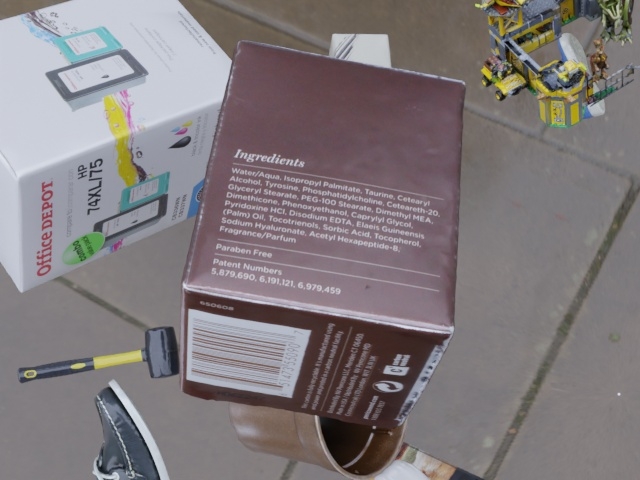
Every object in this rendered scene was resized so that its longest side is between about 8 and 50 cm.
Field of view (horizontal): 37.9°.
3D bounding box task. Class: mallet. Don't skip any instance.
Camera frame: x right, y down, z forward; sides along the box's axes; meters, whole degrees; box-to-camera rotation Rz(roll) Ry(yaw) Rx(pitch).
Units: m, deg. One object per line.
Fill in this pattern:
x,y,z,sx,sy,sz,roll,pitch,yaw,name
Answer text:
-0.260,0.154,1.109,0.189,0.039,0.062,-16,87,-8,mallet

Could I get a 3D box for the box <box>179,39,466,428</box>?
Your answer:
0.000,0.000,0.659,0.167,0.168,0.203,10,58,-2,box

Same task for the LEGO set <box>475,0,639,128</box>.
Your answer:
0.362,-0.324,1.218,0.331,0.192,0.255,-22,50,0,LEGO set

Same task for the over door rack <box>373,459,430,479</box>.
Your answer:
0.052,0.269,0.318,0.239,0.108,0.324,-36,55,-20,over door rack

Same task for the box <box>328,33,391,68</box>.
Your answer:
0.065,-0.181,1.447,0.094,0.113,0.275,0,61,-5,box

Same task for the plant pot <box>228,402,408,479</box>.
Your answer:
-0.009,0.194,1.106,0.165,0.167,0.167,-8,78,42,plant pot

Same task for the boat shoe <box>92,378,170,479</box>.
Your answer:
-0.246,0.319,1.217,0.091,0.303,0.114,-25,28,-19,boat shoe

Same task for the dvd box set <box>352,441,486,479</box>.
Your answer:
0.079,0.469,1.196,0.307,0.062,0.420,16,53,47,dvd box set

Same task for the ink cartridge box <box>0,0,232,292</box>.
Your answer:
-0.249,-0.118,0.999,0.270,0.198,0.197,-27,65,-31,ink cartridge box

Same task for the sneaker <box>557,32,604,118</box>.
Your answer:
0.378,-0.247,1.450,0.084,0.152,0.058,-14,40,31,sneaker
